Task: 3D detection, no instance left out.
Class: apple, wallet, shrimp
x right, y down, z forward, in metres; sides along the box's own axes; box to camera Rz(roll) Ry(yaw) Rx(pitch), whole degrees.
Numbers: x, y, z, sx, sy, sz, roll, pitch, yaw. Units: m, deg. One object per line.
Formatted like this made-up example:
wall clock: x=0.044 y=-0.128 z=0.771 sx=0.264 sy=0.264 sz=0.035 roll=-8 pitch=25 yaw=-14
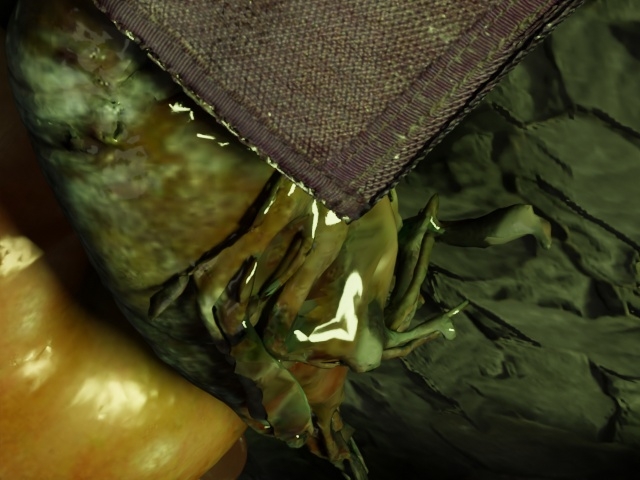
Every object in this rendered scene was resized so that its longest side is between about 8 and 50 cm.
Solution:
apple: x=-0.168 y=0.030 z=0.801 sx=0.251 sy=0.163 sz=0.293 roll=15 pitch=152 yaw=48
wallet: x=0.024 y=-0.090 z=0.539 sx=0.111 sy=0.030 sz=0.166 roll=37 pitch=115 yaw=-20
shrimp: x=-0.007 y=0.000 z=0.697 sx=0.116 sy=0.145 sz=0.343 roll=38 pitch=158 yaw=40

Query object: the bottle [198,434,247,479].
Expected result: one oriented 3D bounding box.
bottle: x=-0.124 y=0.119 z=1.009 sx=0.104 sy=0.104 sz=0.245 roll=41 pitch=149 yaw=-24
